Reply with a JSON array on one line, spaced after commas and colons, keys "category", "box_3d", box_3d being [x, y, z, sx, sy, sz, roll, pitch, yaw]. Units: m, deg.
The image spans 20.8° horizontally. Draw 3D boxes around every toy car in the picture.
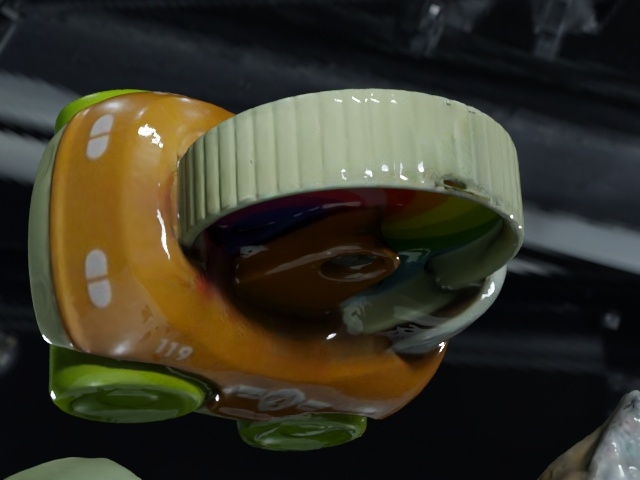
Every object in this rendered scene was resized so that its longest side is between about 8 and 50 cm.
[{"category": "toy car", "box_3d": [0.000, 0.000, 0.800, 0.235, 0.145, 0.235, -2, -20, -1]}]

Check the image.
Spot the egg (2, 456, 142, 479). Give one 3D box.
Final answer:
[{"category": "egg", "box_3d": [-0.140, 0.315, 1.092, 0.283, 0.345, 0.283, -23, -26, -12]}]

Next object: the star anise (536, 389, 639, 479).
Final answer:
[{"category": "star anise", "box_3d": [0.083, 0.170, 0.666, 0.208, 0.063, 0.172, -26, -85, 6]}]
